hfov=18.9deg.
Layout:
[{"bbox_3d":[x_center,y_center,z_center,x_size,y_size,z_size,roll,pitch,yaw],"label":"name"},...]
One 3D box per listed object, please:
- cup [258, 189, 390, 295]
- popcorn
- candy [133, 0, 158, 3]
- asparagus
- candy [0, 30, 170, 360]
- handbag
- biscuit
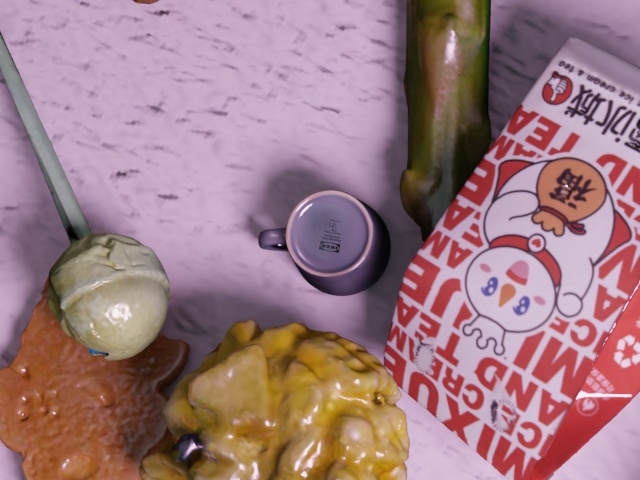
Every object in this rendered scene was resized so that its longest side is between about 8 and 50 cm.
[{"bbox_3d":[0.000,0.000,1.483,0.100,0.077,0.078,-1,82,9],"label":"cup"},{"bbox_3d":[-0.036,0.162,1.415,0.189,0.169,0.218,38,106,12],"label":"popcorn"},{"bbox_3d":[-0.169,-0.312,1.545,0.143,0.101,0.271,-34,72,-6],"label":"candy"},{"bbox_3d":[0.098,-0.162,1.491,0.082,0.085,0.343,-2,83,11],"label":"asparagus"},{"bbox_3d":[-0.210,-0.053,1.512,0.093,0.092,0.335,-21,64,-15],"label":"candy"},{"bbox_3d":[0.181,0.023,1.396,0.171,0.151,0.298,33,86,32],"label":"handbag"},{"bbox_3d":[-0.183,0.132,1.510,0.162,0.035,0.250,-2,75,12],"label":"biscuit"}]
